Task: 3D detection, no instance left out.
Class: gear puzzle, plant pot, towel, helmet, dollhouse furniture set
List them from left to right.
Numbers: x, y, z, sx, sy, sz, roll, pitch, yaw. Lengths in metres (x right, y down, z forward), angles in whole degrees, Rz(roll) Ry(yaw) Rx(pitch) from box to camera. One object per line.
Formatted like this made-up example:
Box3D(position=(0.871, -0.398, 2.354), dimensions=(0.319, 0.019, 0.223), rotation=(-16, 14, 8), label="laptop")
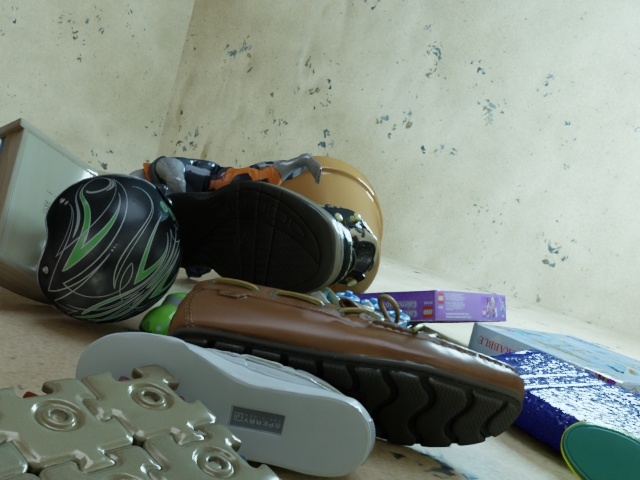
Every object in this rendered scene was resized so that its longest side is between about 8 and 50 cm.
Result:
Box3D(position=(-0.448, 0.017, 1.049), dimensions=(0.303, 0.198, 0.286), rotation=(-16, -34, 26), label="dollhouse furniture set")
Box3D(position=(-0.179, 0.155, 0.442), dimensions=(0.175, 0.044, 0.339), rotation=(34, 19, 32), label="gear puzzle")
Box3D(position=(-0.252, 0.017, 0.911), dimensions=(0.169, 0.169, 0.162), rotation=(13, 47, -27), label="helmet")
Box3D(position=(0.000, 0.000, 1.497), dimensions=(0.290, 0.291, 0.203), rotation=(14, 21, -16), label="plant pot")
Box3D(position=(0.329, 0.231, 1.008), dimensions=(0.227, 0.076, 0.308), rotation=(4, 11, -32), label="towel")

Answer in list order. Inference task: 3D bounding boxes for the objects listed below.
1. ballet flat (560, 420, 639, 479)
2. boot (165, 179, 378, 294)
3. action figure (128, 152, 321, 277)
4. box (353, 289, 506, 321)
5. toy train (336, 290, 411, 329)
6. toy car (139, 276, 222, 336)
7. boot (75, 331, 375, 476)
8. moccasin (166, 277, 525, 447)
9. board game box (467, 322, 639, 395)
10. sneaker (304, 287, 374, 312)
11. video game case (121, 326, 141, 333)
Box3D(position=(0.361, 0.264, 0.778), dimensions=(0.231, 0.077, 0.077), rotation=(22, -13, 33), label="ballet flat")
Box3D(position=(-0.028, 0.004, 1.042), dimensions=(0.284, 0.138, 0.377), rotation=(5, -3, -42), label="boot")
Box3D(position=(-0.180, -0.060, 1.288), dimensions=(0.330, 0.179, 0.341), rotation=(4, -23, -6), label="action figure")
Box3D(position=(0.204, 0.130, 1.444), dimensions=(0.200, 0.057, 0.293), rotation=(-6, -9, 37), label="box")
Box3D(position=(0.062, 0.134, 1.209), dimensions=(0.184, 0.080, 0.105), rotation=(19, 12, 32), label="toy train")
Box3D(position=(-0.128, 0.091, 0.971), dimensions=(0.239, 0.053, 0.225), rotation=(13, 9, 41), label="toy car")
Box3D(position=(-0.084, 0.145, 0.679), dimensions=(0.258, 0.095, 0.123), rotation=(19, -6, -6), label="boot")
Box3D(position=(0.029, 0.122, 0.816), dimensions=(0.379, 0.139, 0.147), rotation=(9, 39, 9), label="moccasin")
Box3D(position=(0.490, 0.239, 1.377), dimensions=(0.317, 0.066, 0.318), rotation=(11, 6, -36), label="board game box")
Box3D(position=(-0.028, 0.108, 1.127), dimensions=(0.228, 0.092, 0.087), rotation=(15, 7, 12), label="sneaker")
Box3D(position=(-0.187, 0.130, 0.874), dimensions=(0.087, 0.011, 0.122), rotation=(14, 5, -17), label="video game case")
